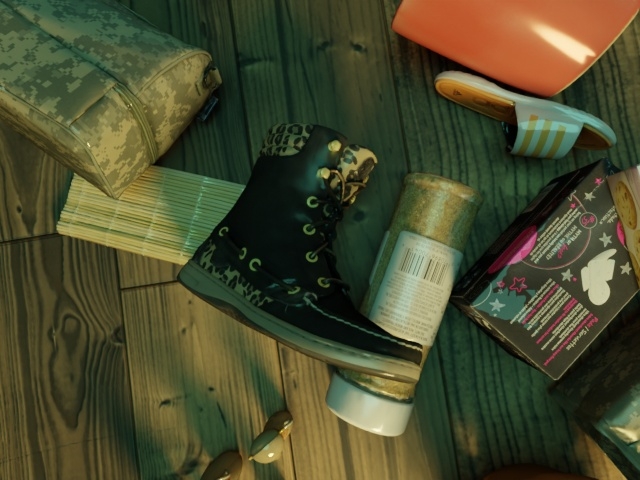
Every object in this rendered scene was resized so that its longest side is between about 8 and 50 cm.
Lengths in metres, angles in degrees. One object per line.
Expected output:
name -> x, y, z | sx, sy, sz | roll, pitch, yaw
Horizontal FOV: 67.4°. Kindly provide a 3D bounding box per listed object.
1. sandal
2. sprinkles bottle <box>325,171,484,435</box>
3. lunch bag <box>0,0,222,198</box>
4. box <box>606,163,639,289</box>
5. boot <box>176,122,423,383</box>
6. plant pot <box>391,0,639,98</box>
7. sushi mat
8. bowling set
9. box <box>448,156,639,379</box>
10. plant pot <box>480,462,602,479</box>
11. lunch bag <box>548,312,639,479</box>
sandal -> 0.282, -0.166, 0.707 | 0.265, 0.102, 0.076 | 25, 90, 16
sprinkles bottle -> 0.120, 0.086, 0.688 | 0.121, 0.121, 0.355 | 20, 88, 7
lunch bag -> -0.340, -0.249, 0.718 | 0.305, 0.212, 0.256 | 34, 72, 5
box -> 0.402, 0.068, 0.523 | 0.063, 0.067, 0.323 | -13, 85, 4
boot -> 0.000, 0.000, 0.647 | 0.378, 0.138, 0.284 | 19, 78, 36
plant pot -> 0.272, -0.341, 0.645 | 0.243, 0.275, 0.274 | 35, 90, -2
sushi mat -> -0.269, -0.047, 0.790 | 0.317, 0.019, 0.151 | 13, 86, 7
bowling set -> -0.112, 0.397, 0.672 | 0.287, 0.154, 0.199 | -39, 83, 2
box -> 0.316, 0.038, 0.649 | 0.142, 0.163, 0.247 | 43, 90, 5
plant pot -> 0.296, 0.420, 0.603 | 0.291, 0.203, 0.290 | -1, 85, 7
lunch bag -> 0.498, 0.248, 0.616 | 0.235, 0.169, 0.287 | -42, 88, 2
